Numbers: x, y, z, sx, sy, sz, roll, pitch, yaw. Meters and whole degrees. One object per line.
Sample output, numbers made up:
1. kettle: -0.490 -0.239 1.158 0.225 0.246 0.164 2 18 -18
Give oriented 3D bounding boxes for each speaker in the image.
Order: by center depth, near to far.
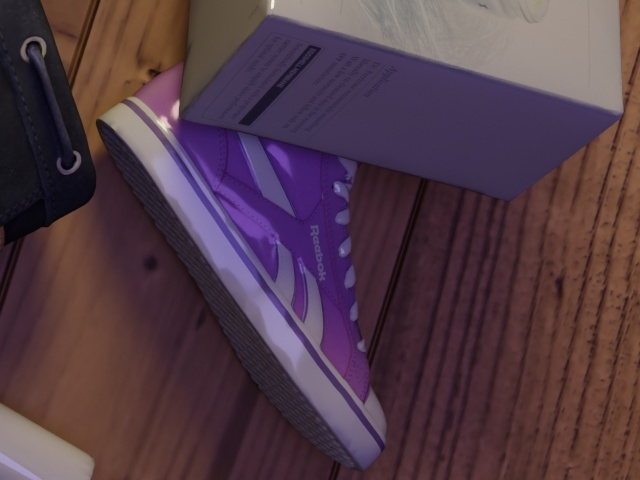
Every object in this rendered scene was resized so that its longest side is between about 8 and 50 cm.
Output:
1. speaker: -0.206 0.122 0.974 0.136 0.055 0.055 34 82 -19

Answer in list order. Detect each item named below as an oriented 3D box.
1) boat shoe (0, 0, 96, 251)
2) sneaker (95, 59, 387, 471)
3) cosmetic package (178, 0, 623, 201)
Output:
1. boat shoe: -0.232 -0.221 0.878 0.156 0.187 0.500 -16 104 -24
2. sneaker: 0.000 0.000 1.019 0.161 0.102 0.282 -35 105 -18
3. cosmetic package: 0.051 -0.169 0.963 0.225 0.138 0.224 13 64 -22
